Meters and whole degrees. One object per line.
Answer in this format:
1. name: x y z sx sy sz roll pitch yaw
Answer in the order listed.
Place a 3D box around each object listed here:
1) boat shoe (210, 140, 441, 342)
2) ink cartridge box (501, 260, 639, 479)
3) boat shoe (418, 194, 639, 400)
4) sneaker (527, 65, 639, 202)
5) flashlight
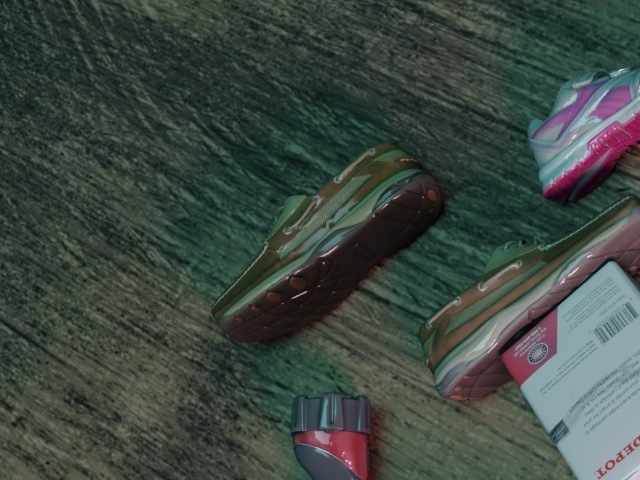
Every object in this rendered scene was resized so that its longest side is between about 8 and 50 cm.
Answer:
1. boat shoe: 0.000 0.000 2.076 0.324 0.122 0.120 -36 54 6
2. ink cartridge box: 0.330 0.167 1.800 0.172 0.100 0.237 -42 43 12
3. boat shoe: 0.240 0.048 1.913 0.324 0.123 0.116 -39 57 12
4. sneaker: 0.337 -0.160 1.930 0.252 0.103 0.111 -37 61 14
5. flashlight: 0.009 0.336 1.967 0.103 0.103 0.304 -18 64 53
